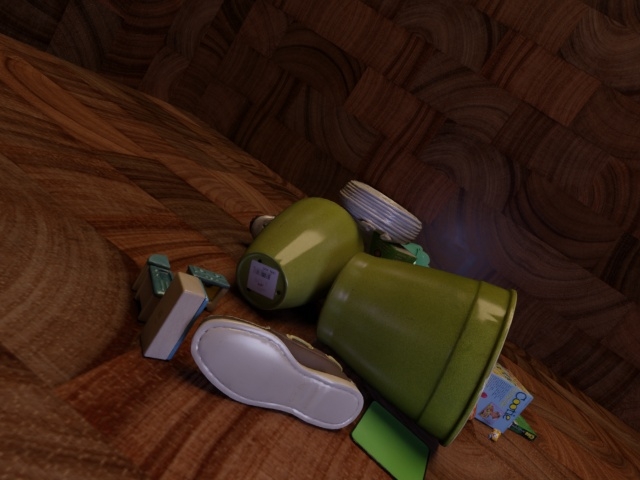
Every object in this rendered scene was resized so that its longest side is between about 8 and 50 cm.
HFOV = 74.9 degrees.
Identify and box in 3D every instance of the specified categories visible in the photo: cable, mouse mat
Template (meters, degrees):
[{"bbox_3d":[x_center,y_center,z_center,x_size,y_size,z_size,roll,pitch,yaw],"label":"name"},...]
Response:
[{"bbox_3d":[0.168,-0.084,1.197,0.257,0.089,0.257,15,22,-51],"label":"cable"},{"bbox_3d":[0.138,0.385,0.795,0.152,0.007,0.189,38,13,17],"label":"mouse mat"}]

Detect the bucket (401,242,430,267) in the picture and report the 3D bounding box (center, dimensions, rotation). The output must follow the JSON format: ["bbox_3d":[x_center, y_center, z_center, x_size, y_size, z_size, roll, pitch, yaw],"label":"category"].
[{"bbox_3d":[0.253,0.124,1.557,0.183,0.281,0.281,12,23,-41],"label":"bucket"}]

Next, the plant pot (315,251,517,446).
[{"bbox_3d":[0.193,0.199,0.961,0.352,0.367,0.366,26,8,17],"label":"plant pot"}]

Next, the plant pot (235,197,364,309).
[{"bbox_3d":[-0.070,0.051,1.038,0.274,0.275,0.293,37,27,13],"label":"plant pot"}]

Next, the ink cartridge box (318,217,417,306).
[{"bbox_3d":[0.114,0.099,1.228,0.117,0.278,0.201,19,19,-44],"label":"ink cartridge box"}]

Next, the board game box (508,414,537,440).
[{"bbox_3d":[0.595,0.541,1.397,0.136,0.030,0.260,34,11,-15],"label":"board game box"}]

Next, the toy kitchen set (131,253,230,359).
[{"bbox_3d":[-0.208,0.095,0.714,0.166,0.122,0.207,25,15,-39],"label":"toy kitchen set"}]

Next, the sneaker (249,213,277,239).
[{"bbox_3d":[-0.163,-0.026,1.416,0.180,0.125,0.321,37,0,35],"label":"sneaker"}]

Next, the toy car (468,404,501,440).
[{"bbox_3d":[0.429,0.480,1.114,0.122,0.060,0.040,32,41,21],"label":"toy car"}]

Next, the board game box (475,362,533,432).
[{"bbox_3d":[0.442,0.406,1.222,0.275,0.144,0.142,33,11,-10],"label":"board game box"}]

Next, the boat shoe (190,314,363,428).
[{"bbox_3d":[-0.069,0.206,0.689,0.324,0.117,0.097,33,6,-26],"label":"boat shoe"}]
